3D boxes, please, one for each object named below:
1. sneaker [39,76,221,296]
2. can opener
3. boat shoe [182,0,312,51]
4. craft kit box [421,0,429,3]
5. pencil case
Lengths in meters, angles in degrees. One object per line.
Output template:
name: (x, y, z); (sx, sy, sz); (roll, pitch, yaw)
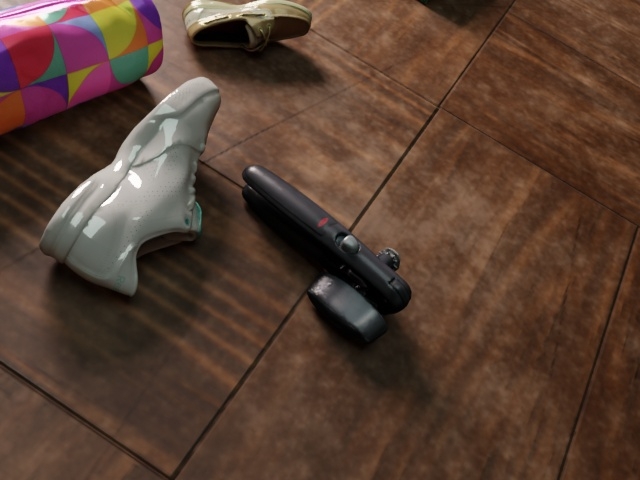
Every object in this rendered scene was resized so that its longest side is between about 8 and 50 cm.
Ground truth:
sneaker: (-0.128, -0.044, 0.601); (0.094, 0.080, 0.212); (36, 57, -7)
can opener: (0.000, 0.000, 0.614); (0.073, 0.059, 0.186); (-33, 71, -35)
boat shoe: (-0.073, -0.218, 0.761); (0.136, 0.050, 0.045); (-5, 59, -11)
craft kit box: (0.109, -0.449, 0.994); (0.250, 0.061, 0.246); (37, 49, 8)
pencil case: (-0.244, -0.156, 0.618); (0.104, 0.104, 0.236); (43, 53, 13)
